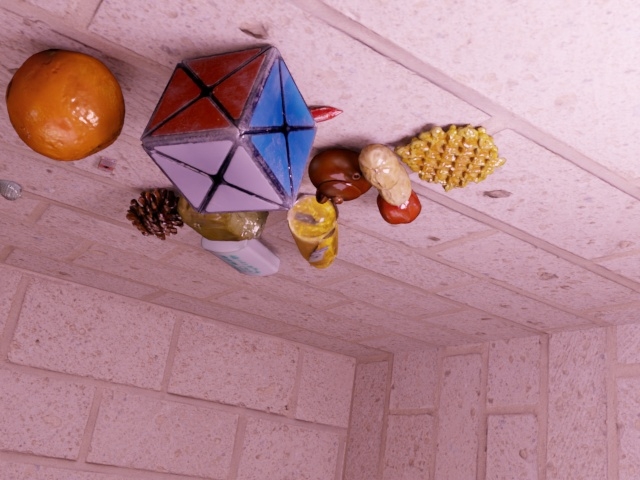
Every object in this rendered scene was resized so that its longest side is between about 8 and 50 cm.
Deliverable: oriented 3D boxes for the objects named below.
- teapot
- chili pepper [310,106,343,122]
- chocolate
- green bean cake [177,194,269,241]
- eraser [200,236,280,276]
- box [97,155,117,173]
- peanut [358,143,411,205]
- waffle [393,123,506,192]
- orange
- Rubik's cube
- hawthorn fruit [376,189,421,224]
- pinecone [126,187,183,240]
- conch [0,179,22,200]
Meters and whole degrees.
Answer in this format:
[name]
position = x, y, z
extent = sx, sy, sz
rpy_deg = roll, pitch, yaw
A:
[teapot]
position = 0.043, -0.152, 1.708
extent = 0.178, 0.135, 0.252
rpy_deg = 20, 156, -19
[chili pepper]
position = -0.079, -0.288, 1.510
extent = 0.268, 0.050, 0.059
rpy_deg = 2, 135, 15
[chocolate]
position = 0.000, 0.000, 2.118
extent = 0.162, 0.162, 0.445
rpy_deg = 6, 161, 7
[green bean cake]
position = -0.306, -0.087, 2.031
extent = 0.233, 0.124, 0.236
rpy_deg = -1, 157, 23
[eraser]
position = -0.294, 0.044, 2.413
extent = 0.189, 0.104, 0.290
rpy_deg = -4, 157, 22
[box]
position = -0.645, -0.228, 1.946
extent = 0.046, 0.012, 0.083
rpy_deg = 16, 158, -22
[peanut]
position = 0.165, -0.165, 1.610
extent = 0.098, 0.103, 0.229
rpy_deg = 15, 168, 31
[waffle]
position = 0.318, -0.203, 1.568
extent = 0.238, 0.058, 0.243
rpy_deg = -11, 150, 42
[orange]
position = -0.555, -0.295, 1.413
extent = 0.246, 0.246, 0.246
rpy_deg = 7, 160, 3
[Rubik's cube]
position = -0.184, -0.222, 1.367
extent = 0.255, 0.259, 0.260
rpy_deg = -1, 143, 26
[hawthorn fruit]
position = 0.219, -0.102, 1.804
extent = 0.128, 0.128, 0.128
rpy_deg = 7, 160, 3
[pinecone]
position = -0.524, -0.087, 2.077
extent = 0.195, 0.149, 0.179
rpy_deg = -10, 153, 40
[conch]
position = -1.071, -0.170, 2.214
extent = 0.085, 0.056, 0.076
rpy_deg = 11, 147, -9
